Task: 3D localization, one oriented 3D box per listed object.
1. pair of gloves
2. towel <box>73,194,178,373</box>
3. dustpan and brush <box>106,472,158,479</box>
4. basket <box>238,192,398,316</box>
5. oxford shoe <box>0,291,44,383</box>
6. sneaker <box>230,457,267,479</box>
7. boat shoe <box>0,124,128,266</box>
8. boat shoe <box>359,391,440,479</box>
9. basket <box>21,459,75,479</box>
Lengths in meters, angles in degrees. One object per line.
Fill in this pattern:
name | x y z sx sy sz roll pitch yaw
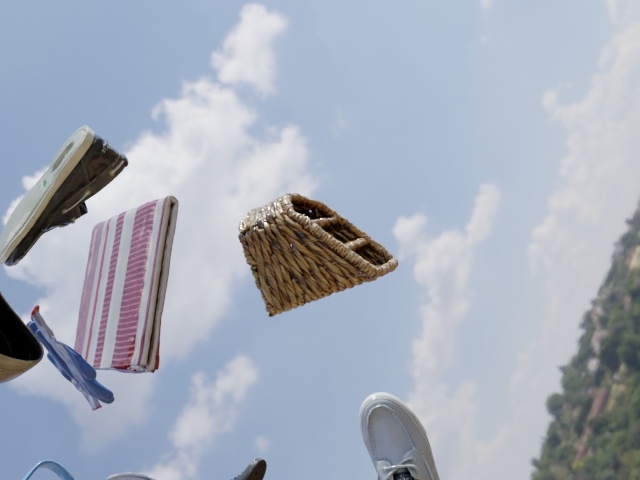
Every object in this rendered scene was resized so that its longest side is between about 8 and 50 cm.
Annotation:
pair of gloves | -0.336 0.160 1.180 0.023 0.159 0.198 -39 0 -23
towel | -0.282 0.070 1.269 0.037 0.329 0.237 12 -102 -29
dustpan and brush | -0.278 0.463 1.534 0.060 0.211 0.147 69 -172 -70
basket | 0.000 0.000 1.681 0.299 0.223 0.213 -9 -102 -75
oxford shoe | -0.457 0.035 1.028 0.348 0.130 0.123 54 -149 -32
sneaker | -0.182 0.498 1.759 0.170 0.089 0.051 -60 -40 -17
boat shoe | -0.348 -0.043 1.172 0.079 0.084 0.233 33 -71 -34
boat shoe | 0.114 0.302 1.118 0.081 0.079 0.227 12 -125 -83
basket | -0.408 0.497 1.302 0.201 0.255 0.289 -42 3 41
